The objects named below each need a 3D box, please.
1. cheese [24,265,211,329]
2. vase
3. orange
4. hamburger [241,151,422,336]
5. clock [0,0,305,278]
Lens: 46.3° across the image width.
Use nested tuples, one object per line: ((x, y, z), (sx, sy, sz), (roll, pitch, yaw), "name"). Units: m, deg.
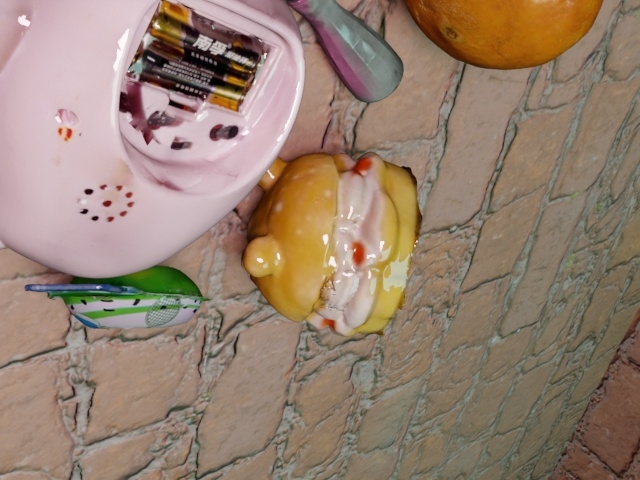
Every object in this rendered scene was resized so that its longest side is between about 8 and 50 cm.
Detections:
((-0.252, 0.070, 0.938), (0.320, 0.204, 0.083), (42, 48, -81), "cheese")
((0.029, -0.278, 1.014), (0.086, 0.086, 0.214), (-50, 139, 3), "vase")
((0.232, -0.350, 0.976), (0.226, 0.284, 0.284), (-50, 144, -8), "orange")
((0.000, 0.000, 1.092), (0.237, 0.276, 0.276), (10, 119, -15), "hamburger")
((-0.197, -0.129, 0.775), (0.368, 0.250, 0.377), (9, 116, -50), "clock")
